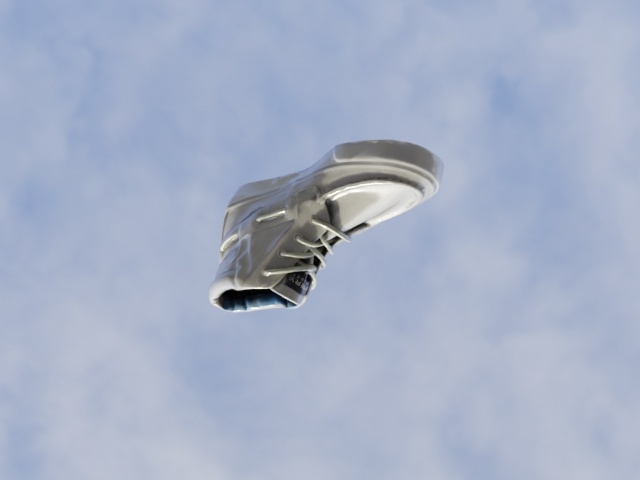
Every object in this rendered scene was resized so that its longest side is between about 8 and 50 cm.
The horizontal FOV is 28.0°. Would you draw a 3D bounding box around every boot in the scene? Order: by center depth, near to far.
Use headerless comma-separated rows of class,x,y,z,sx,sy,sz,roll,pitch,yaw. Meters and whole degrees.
boot,0.000,0.000,1.123,0.095,0.258,0.123,29,-119,-31
